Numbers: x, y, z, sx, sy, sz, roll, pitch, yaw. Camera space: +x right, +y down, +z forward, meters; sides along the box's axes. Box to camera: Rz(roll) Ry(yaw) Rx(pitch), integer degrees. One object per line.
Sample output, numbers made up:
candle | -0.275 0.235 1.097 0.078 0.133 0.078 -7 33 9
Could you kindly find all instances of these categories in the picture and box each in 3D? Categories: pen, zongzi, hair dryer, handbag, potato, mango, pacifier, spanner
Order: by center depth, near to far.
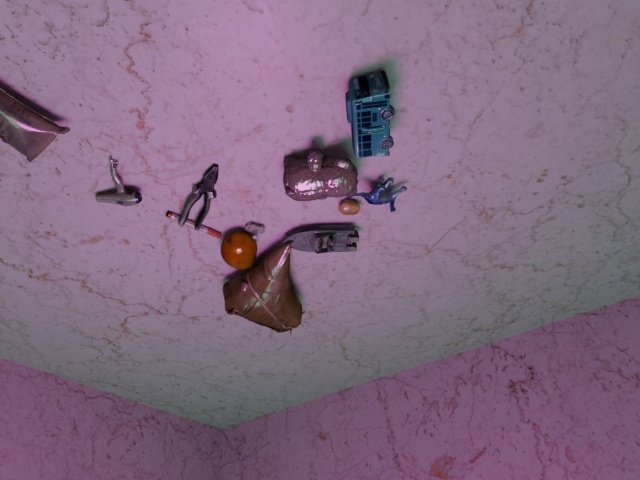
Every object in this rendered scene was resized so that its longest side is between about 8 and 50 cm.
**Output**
handbag | -0.919 -0.351 1.362 0.182 0.117 0.270 -40 132 16
hair dryer | -0.751 -0.197 1.638 0.167 0.068 0.199 -12 131 14
spanner | -0.444 -0.157 1.727 0.095 0.040 0.325 12 132 -28
potato | 0.115 -0.129 1.845 0.083 0.062 0.068 22 168 0
pen | -0.506 -0.061 1.855 0.239 0.028 0.028 26 131 -33
pacifier | -0.271 -0.032 1.899 0.083 0.064 0.068 16 145 -25
mango | -0.344 0.049 1.944 0.151 0.121 0.221 0 148 -11
zongzi | -0.132 0.247 2.142 0.466 0.218 0.499 -33 135 29

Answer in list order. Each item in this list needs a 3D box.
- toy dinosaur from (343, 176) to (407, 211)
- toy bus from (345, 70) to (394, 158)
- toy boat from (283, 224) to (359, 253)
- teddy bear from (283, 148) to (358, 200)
toy dinosaur | 0.235 -0.182 1.776 0.329 0.076 0.144 6 134 -48
toy bus | 0.157 -0.395 1.472 0.146 0.128 0.256 -8 143 3
toy boat | 0.000 0.000 1.960 0.319 0.092 0.141 -1 139 -7
teddy bear | -0.001 -0.225 1.635 0.267 0.151 0.236 -12 143 7
